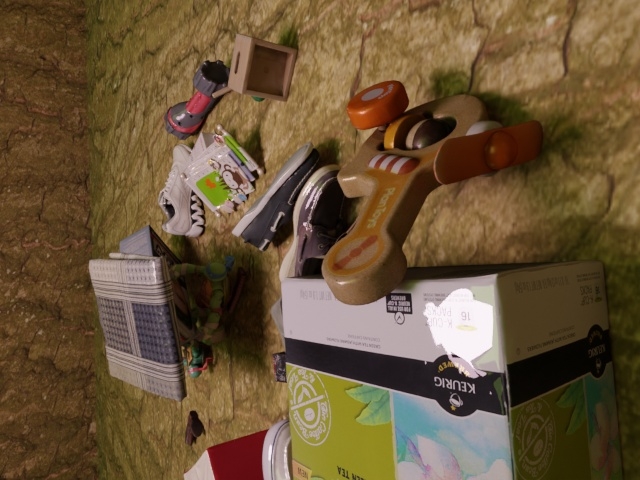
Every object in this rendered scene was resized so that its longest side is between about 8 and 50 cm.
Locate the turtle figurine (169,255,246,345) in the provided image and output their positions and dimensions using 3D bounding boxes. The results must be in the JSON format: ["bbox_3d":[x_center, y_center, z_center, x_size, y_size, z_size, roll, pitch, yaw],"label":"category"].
[{"bbox_3d":[-0.328,0.165,1.142,0.198,0.274,0.266,28,144,13],"label":"turtle figurine"}]

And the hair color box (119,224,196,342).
[{"bbox_3d":[-0.480,0.134,1.311,0.185,0.114,0.374,61,177,-39],"label":"hair color box"}]

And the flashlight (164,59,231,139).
[{"bbox_3d":[-0.346,-0.384,1.240,0.304,0.103,0.103,-24,39,55],"label":"flashlight"}]

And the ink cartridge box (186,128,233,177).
[{"bbox_3d":[-0.279,-0.210,1.178,0.143,0.090,0.092,-44,58,43],"label":"ink cartridge box"}]

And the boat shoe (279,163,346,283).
[{"bbox_3d":[0.000,0.000,0.821,0.092,0.103,0.285,47,131,35],"label":"boat shoe"}]

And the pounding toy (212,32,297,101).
[{"bbox_3d":[-0.143,-0.356,0.960,0.100,0.130,0.141,39,122,45],"label":"pounding toy"}]

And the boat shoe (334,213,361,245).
[{"bbox_3d":[0.056,0.015,0.768,0.066,0.066,0.183,52,130,38],"label":"boat shoe"}]

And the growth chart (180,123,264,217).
[{"bbox_3d":[-0.241,-0.158,1.105,0.172,0.021,0.237,44,131,-15],"label":"growth chart"}]

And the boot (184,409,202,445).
[{"bbox_3d":[-0.405,0.617,1.425,0.106,0.037,0.114,49,126,56],"label":"boot"}]

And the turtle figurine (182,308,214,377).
[{"bbox_3d":[-0.393,0.326,1.333,0.175,0.118,0.234,-48,38,24],"label":"turtle figurine"}]

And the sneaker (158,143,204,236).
[{"bbox_3d":[-0.424,-0.155,1.352,0.110,0.119,0.291,-21,74,53],"label":"sneaker"}]

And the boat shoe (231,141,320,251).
[{"bbox_3d":[-0.075,-0.080,0.923,0.302,0.091,0.114,-40,16,47],"label":"boat shoe"}]

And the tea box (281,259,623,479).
[{"bbox_3d":[0.137,0.194,0.545,0.329,0.220,0.322,-8,86,52],"label":"tea box"}]

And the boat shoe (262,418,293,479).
[{"bbox_3d":[0.010,0.500,0.797,0.156,0.136,0.366,-33,69,49],"label":"boat shoe"}]

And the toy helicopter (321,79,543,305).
[{"bbox_3d":[0.114,-0.067,0.522,0.235,0.355,0.140,-2,132,35],"label":"toy helicopter"}]

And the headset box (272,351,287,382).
[{"bbox_3d":[-0.072,0.275,0.977,0.083,0.032,0.062,-18,77,52],"label":"headset box"}]

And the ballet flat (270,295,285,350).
[{"bbox_3d":[-0.040,0.198,0.901,0.068,0.072,0.213,-55,50,33],"label":"ballet flat"}]

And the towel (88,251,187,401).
[{"bbox_3d":[-0.409,0.182,1.012,0.325,0.056,0.311,-1,100,41],"label":"towel"}]

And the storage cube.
[{"bbox_3d":[-0.157,0.541,0.969,0.183,0.193,0.214,-53,51,40],"label":"storage cube"}]
